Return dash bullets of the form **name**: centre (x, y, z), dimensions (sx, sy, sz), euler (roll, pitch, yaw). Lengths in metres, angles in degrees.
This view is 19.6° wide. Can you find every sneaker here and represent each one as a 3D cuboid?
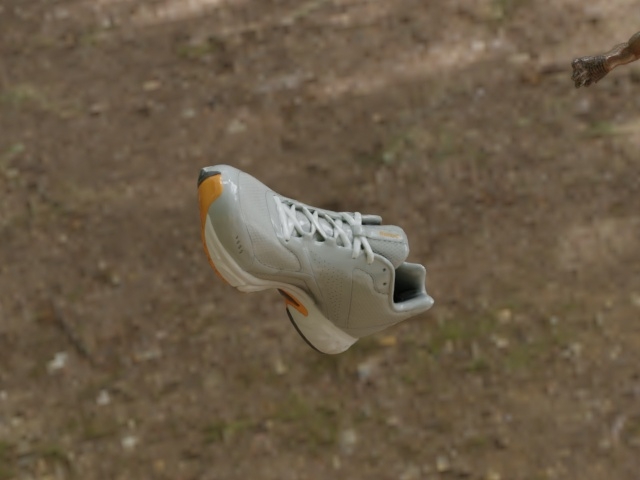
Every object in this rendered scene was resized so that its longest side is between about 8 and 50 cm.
- **sneaker**: centre (0.000, 0.000, 1.496), dimensions (0.121, 0.262, 0.099), euler (-19, 58, 23)

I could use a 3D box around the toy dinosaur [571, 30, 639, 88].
- **toy dinosaur**: centre (0.336, -0.176, 1.493), dimensions (0.200, 0.127, 0.296), euler (5, 3, 34)
